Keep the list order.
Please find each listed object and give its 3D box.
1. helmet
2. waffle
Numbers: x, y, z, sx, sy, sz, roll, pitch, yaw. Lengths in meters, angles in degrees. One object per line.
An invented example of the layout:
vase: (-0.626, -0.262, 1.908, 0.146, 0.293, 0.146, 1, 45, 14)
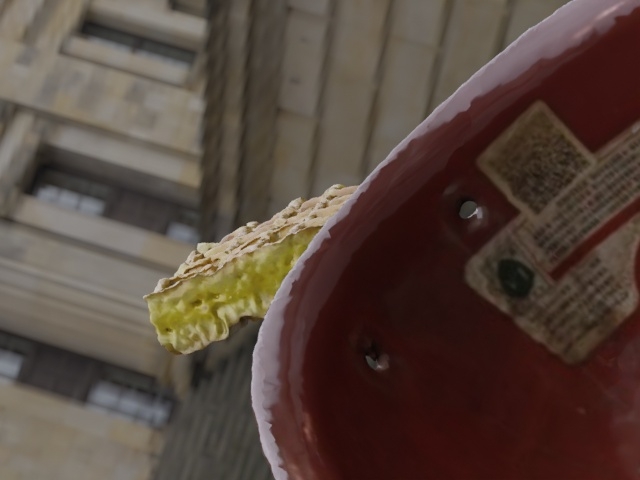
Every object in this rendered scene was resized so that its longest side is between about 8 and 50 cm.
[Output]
helmet: (0.169, 0.053, 0.704, 0.337, 0.230, 0.385, -37, 24, 11)
waffle: (0.000, -0.001, 1.291, 0.057, 0.229, 0.219, 66, -167, -8)
